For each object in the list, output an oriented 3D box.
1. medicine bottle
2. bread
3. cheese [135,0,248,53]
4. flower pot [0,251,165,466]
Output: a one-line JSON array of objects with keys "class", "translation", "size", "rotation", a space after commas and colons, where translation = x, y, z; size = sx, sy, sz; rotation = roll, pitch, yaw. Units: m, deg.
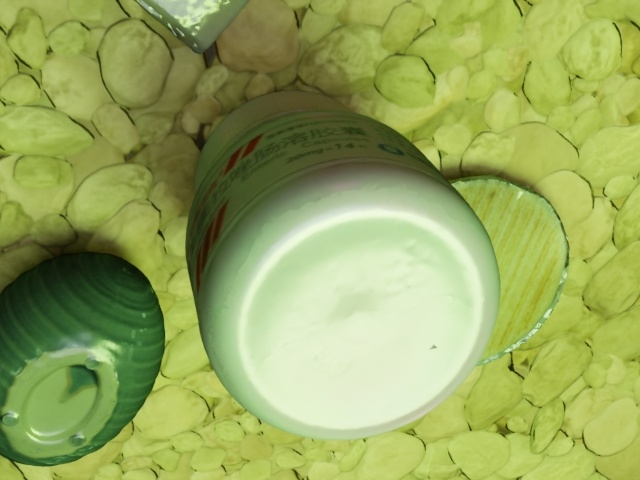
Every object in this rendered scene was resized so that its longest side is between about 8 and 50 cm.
[{"class": "medicine bottle", "translation": [0.000, 0.000, 0.842], "size": [0.256, 0.325, 0.256], "rotation": [-5, 118, -10]}, {"class": "bread", "translation": [0.171, 0.039, 1.062], "size": [0.267, 0.040, 0.266], "rotation": [-6, 117, -11]}, {"class": "cheese", "translation": [-0.235, -0.321, 0.796], "size": [0.400, 0.034, 0.085], "rotation": [37, 106, -26]}, {"class": "flower pot", "translation": [-0.268, 0.126, 0.932], "size": [0.189, 0.157, 0.243], "rotation": [28, 107, -26]}]
